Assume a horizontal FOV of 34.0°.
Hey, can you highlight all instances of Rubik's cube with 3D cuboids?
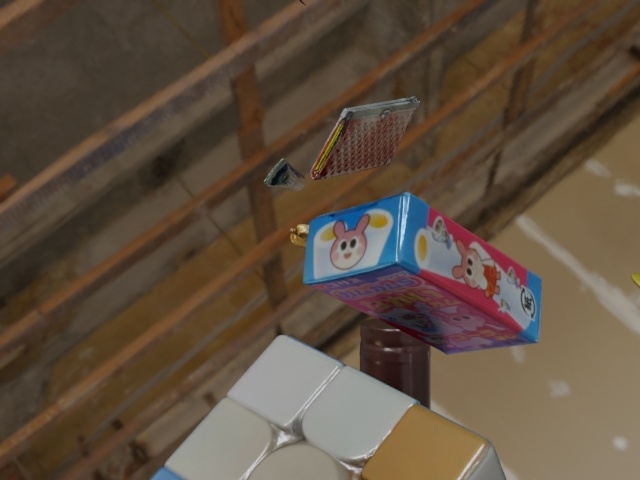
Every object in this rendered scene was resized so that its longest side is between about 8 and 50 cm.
[{"bbox_3d":[0.015,0.385,1.263,0.347,0.344,0.346,-47,-42,-24],"label":"Rubik's cube"}]

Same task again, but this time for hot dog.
[{"bbox_3d":[0.000,0.000,1.998,0.133,0.041,0.056,20,-57,-23],"label":"hot dog"}]

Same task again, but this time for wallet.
[{"bbox_3d":[0.061,-0.131,1.337,0.196,0.020,0.103,-19,-38,-58],"label":"wallet"}]

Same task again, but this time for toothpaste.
[{"bbox_3d":[-0.039,-0.074,1.238,0.037,0.021,0.140,-53,-11,4],"label":"toothpaste"}]

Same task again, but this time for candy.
[{"bbox_3d":[0.137,0.052,1.341,0.157,0.100,0.306,-13,-31,41],"label":"candy"}]

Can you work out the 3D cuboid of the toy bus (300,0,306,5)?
[{"bbox_3d":[-0.075,-0.522,1.635,0.177,0.202,0.365,-49,-15,8],"label":"toy bus"}]

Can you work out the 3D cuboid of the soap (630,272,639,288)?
[{"bbox_3d":[0.462,0.075,1.443,0.034,0.089,0.012,-5,-45,-41],"label":"soap"}]

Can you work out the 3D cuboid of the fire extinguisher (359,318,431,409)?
[{"bbox_3d":[0.118,0.293,1.666,0.135,0.114,0.337,-101,11,-85],"label":"fire extinguisher"}]
